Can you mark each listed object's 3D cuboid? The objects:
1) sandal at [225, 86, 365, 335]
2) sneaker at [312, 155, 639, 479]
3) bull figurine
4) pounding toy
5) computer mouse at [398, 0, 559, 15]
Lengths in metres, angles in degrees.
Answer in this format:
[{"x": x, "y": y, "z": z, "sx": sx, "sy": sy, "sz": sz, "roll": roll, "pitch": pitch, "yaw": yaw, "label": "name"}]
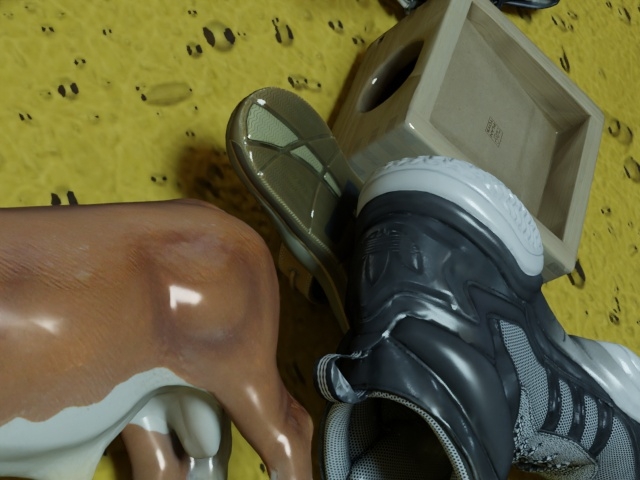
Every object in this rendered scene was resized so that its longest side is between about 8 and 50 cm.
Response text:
[{"x": 0.000, "y": 0.000, "z": 0.534, "sx": 0.180, "sy": 0.049, "sz": 0.072, "roll": 55, "pitch": 47, "yaw": -30, "label": "sandal"}, {"x": 0.084, "y": 0.097, "z": 0.514, "sx": 0.268, "sy": 0.101, "sz": 0.153, "roll": 50, "pitch": 50, "yaw": -30, "label": "sneaker"}, {"x": -0.132, "y": 0.056, "z": 0.370, "sx": 0.310, "sy": 0.101, "sz": 0.188, "roll": -6, "pitch": 77, "yaw": -39, "label": "bull figurine"}, {"x": 0.071, "y": -0.095, "z": 0.613, "sx": 0.181, "sy": 0.094, "sz": 0.206, "roll": 39, "pitch": 49, "yaw": -20, "label": "pounding toy"}, {"x": 0.071, "y": -0.280, "z": 0.730, "sx": 0.188, "sy": 0.072, "sz": 0.272, "roll": -23, "pitch": 97, "yaw": -46, "label": "computer mouse"}]
